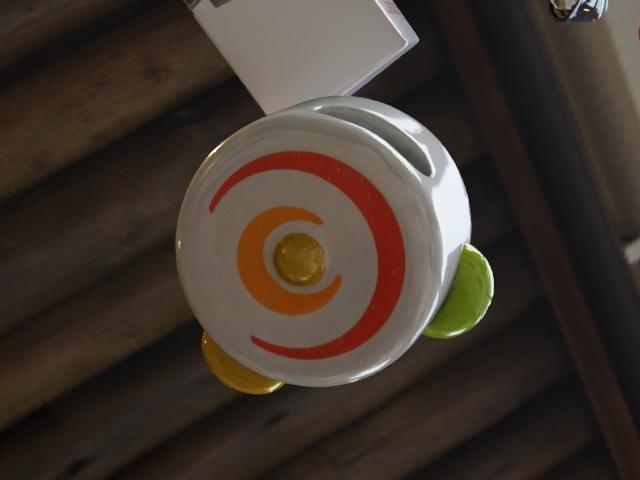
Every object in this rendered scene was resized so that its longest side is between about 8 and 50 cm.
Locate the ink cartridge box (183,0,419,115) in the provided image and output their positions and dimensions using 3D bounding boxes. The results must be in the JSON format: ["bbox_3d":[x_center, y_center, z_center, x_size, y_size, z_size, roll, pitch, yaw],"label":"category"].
[{"bbox_3d":[-0.057,-0.251,1.121,0.129,0.223,0.307,-35,-87,10],"label":"ink cartridge box"}]

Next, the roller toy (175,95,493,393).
[{"bbox_3d":[0.000,0.000,0.948,0.209,0.146,0.191,-14,-82,19],"label":"roller toy"}]

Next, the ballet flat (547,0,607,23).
[{"bbox_3d":[0.245,-0.270,1.278,0.074,0.074,0.203,-46,-20,-15],"label":"ballet flat"}]

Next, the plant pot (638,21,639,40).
[{"bbox_3d":[0.385,-0.185,0.933,0.236,0.267,0.267,-22,-36,-29],"label":"plant pot"}]
